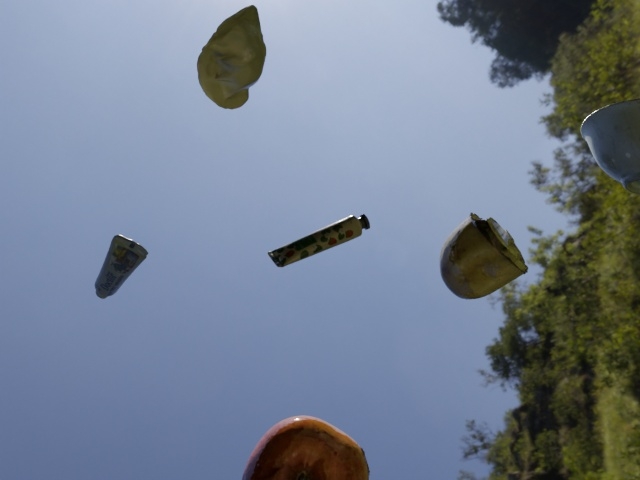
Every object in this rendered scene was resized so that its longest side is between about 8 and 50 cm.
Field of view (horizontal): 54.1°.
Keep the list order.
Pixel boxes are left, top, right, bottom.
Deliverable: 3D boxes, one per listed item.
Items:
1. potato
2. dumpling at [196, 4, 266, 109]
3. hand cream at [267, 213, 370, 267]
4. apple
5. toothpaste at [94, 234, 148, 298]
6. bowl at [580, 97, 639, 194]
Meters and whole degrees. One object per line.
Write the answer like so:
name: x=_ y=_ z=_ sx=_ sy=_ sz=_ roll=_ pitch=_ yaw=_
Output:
potato: x=0.428 y=0.057 z=1.721 sx=0.242 sy=0.242 sz=0.285 roll=52 pitch=-162 yaw=5
dumpling: x=-0.197 y=-0.408 z=1.389 sx=0.166 sy=0.216 sz=0.126 roll=-22 pitch=-108 yaw=-45
hand cream: x=0.000 y=0.000 z=1.636 sx=0.276 sy=0.059 sz=0.095 roll=-23 pitch=-149 yaw=-14
apple: x=-0.022 y=0.377 z=0.966 sx=0.209 sy=0.164 sz=0.209 roll=-3 pitch=-126 yaw=4
toothpaste: x=-0.394 y=0.058 z=1.202 sx=0.067 sy=0.255 sz=0.037 roll=32 pitch=-129 yaw=-15
bowl: x=0.742 y=-0.185 z=1.390 sx=0.313 sy=0.313 sz=0.146 roll=15 pitch=-103 yaw=-25
